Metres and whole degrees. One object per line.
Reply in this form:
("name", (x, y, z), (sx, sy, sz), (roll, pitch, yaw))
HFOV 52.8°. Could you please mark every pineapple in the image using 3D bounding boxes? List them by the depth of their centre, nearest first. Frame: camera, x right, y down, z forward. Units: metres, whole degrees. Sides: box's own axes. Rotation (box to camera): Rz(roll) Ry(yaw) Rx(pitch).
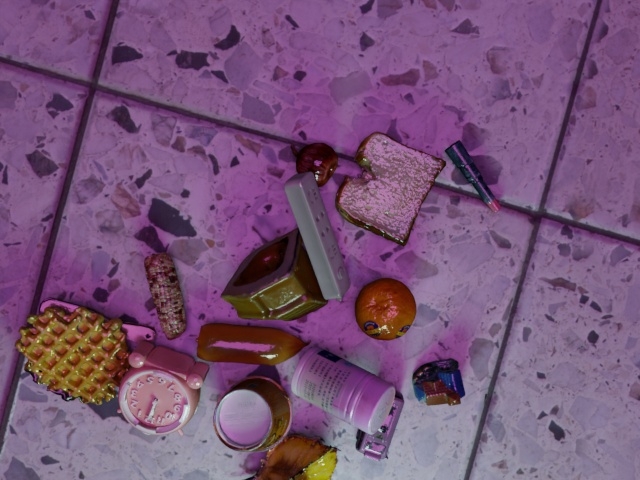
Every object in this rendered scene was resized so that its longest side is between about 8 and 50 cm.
("pineapple", (-0.082, 0.666, 1.851), (0.334, 0.158, 0.161), (-44, 131, 4))

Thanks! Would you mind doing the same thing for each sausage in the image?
("sausage", (-0.190, 0.298, 1.838), (0.328, 0.112, 0.112), (4, 92, -4))

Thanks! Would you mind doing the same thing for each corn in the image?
("corn", (-0.436, 0.158, 1.832), (0.086, 0.086, 0.254), (-13, 93, -1))

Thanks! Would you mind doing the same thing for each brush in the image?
("brush", (-0.633, 0.233, 1.847), (0.327, 0.065, 0.070), (18, 86, -12))

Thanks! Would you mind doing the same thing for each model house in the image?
("model house", (-0.113, 0.138, 1.817), (0.268, 0.173, 0.239), (-26, 129, 9))
("model house", (0.345, 0.414, 1.834), (0.148, 0.148, 0.120), (-8, 91, -4))

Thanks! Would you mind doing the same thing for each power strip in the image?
("power strip", (0.000, 0.000, 1.793), (0.062, 0.091, 0.385), (-9, 111, 30))

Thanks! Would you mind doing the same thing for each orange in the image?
("orange", (0.183, 0.194, 1.813), (0.177, 0.155, 0.178), (-6, 79, 34))

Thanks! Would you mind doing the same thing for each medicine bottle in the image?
("medicine bottle", (0.063, 0.409, 1.773), (0.253, 0.152, 0.152), (22, 91, 26))

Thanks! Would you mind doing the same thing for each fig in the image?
("fig", (-0.015, -0.228, 1.818), (0.128, 0.128, 0.150), (-27, 88, -1))

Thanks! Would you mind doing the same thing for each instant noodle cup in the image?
("instant noodle cup", (-0.195, 0.488, 1.787), (0.215, 0.172, 0.216), (-1, 80, 7))

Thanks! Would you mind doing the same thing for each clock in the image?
("clock", (-0.451, 0.432, 1.822), (0.227, 0.142, 0.241), (20, 101, -2))

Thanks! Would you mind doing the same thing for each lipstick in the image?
("lipstick", (0.450, -0.183, 1.868), (0.053, 0.053, 0.234), (-38, 95, 0))

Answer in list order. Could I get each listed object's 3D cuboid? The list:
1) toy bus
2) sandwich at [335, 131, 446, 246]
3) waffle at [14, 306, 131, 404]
("toy bus", (0.171, 0.528, 1.850), (0.096, 0.108, 0.199), (19, 91, -2))
("sandwich", (0.188, -0.152, 1.838), (0.248, 0.095, 0.273), (26, 90, -3))
("waffle", (-0.690, 0.324, 1.804), (0.311, 0.060, 0.307), (9, 107, -9))
